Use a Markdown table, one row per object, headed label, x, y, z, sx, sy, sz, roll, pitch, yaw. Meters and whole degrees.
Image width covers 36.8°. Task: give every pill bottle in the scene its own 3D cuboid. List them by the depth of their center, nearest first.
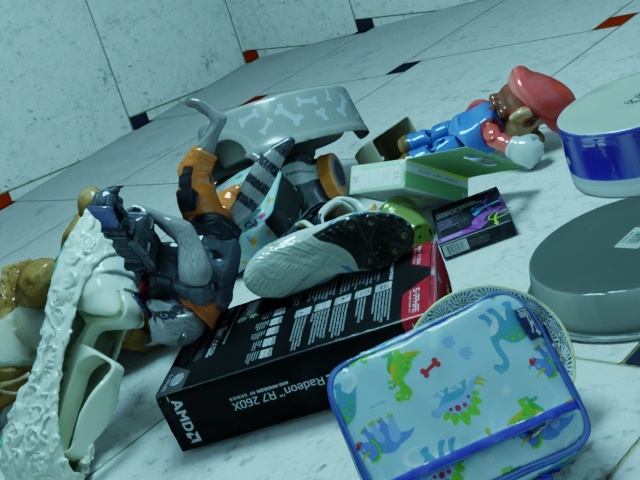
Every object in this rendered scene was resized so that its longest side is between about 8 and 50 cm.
| label | x | y | z | sx | sy | sz | roll | pitch | yaw |
| --- | --- | --- | --- | --- | --- | --- | --- | --- | --- |
| pill bottle | -0.074 | -0.094 | 1.871 | 0.245 | 0.130 | 0.130 | -17 | 20 | 20 |

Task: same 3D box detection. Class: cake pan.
| label | x | y | z | sx | sy | sz | roll | pitch | yaw |
| --- | --- | --- | --- | --- | --- | --- | --- | --- | --- |
| cake pan | 0.382 | 0.020 | 1.158 | 0.293 | 0.054 | 0.293 | -20 | 19 | 8 |

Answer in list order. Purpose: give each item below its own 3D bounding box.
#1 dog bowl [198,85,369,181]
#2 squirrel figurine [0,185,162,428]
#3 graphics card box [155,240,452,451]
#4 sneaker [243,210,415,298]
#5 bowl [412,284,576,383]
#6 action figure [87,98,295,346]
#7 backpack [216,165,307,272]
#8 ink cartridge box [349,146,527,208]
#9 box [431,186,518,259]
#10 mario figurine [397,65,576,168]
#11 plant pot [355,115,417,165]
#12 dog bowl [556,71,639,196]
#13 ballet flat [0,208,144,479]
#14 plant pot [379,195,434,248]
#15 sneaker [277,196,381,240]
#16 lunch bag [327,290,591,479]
| label | x | y | z | sx | sy | sz | roll | pitch | yaw |
| --- | --- | --- | --- | --- | --- | --- | --- | --- | --- |
| dog bowl | -0.083 | -0.211 | 1.904 | 0.348 | 0.102 | 0.349 | -16 | -2 | -1 |
| squirrel figurine | -0.435 | 0.138 | 1.579 | 0.370 | 0.281 | 0.397 | -39 | 8 | -12 |
| graphics card box | -0.010 | 0.132 | 1.252 | 0.371 | 0.094 | 0.233 | -18 | 19 | 13 |
| sneaker | 0.010 | 0.014 | 1.289 | 0.237 | 0.085 | 0.086 | -17 | 9 | 8 |
| bowl | 0.176 | 0.138 | 1.001 | 0.170 | 0.170 | 0.080 | -23 | -25 | 2 |
| action figure | -0.165 | -0.016 | 1.288 | 0.178 | 0.330 | 0.341 | 12 | -15 | 14 |
| backpack | -0.136 | -0.032 | 1.741 | 0.188 | 0.144 | 0.166 | -37 | 27 | 26 |
| ink cartridge box | 0.188 | -0.096 | 1.553 | 0.235 | 0.056 | 0.171 | -3 | -10 | 45 |
| box | 0.235 | -0.030 | 1.497 | 0.116 | 0.029 | 0.162 | -21 | 18 | 9 |
| mario figurine | 0.310 | -0.178 | 1.726 | 0.320 | 0.198 | 0.170 | -25 | -24 | 20 |
| plant pot | 0.133 | -0.159 | 1.860 | 0.109 | 0.109 | 0.096 | -36 | 10 | -32 |
| dog bowl | 0.498 | -0.171 | 1.453 | 0.265 | 0.104 | 0.265 | -21 | 19 | 8 |
| ballet flat | -0.309 | 0.147 | 1.314 | 0.147 | 0.147 | 0.409 | -7 | 62 | 40 |
| plant pot | 0.138 | -0.018 | 1.522 | 0.083 | 0.083 | 0.079 | -28 | 32 | -13 |
| sneaker | 0.000 | 0.000 | 1.550 | 0.321 | 0.127 | 0.126 | -7 | 26 | 44 |
| lunch bag | 0.131 | 0.163 | 0.906 | 0.219 | 0.176 | 0.090 | -23 | -23 | 1 |
